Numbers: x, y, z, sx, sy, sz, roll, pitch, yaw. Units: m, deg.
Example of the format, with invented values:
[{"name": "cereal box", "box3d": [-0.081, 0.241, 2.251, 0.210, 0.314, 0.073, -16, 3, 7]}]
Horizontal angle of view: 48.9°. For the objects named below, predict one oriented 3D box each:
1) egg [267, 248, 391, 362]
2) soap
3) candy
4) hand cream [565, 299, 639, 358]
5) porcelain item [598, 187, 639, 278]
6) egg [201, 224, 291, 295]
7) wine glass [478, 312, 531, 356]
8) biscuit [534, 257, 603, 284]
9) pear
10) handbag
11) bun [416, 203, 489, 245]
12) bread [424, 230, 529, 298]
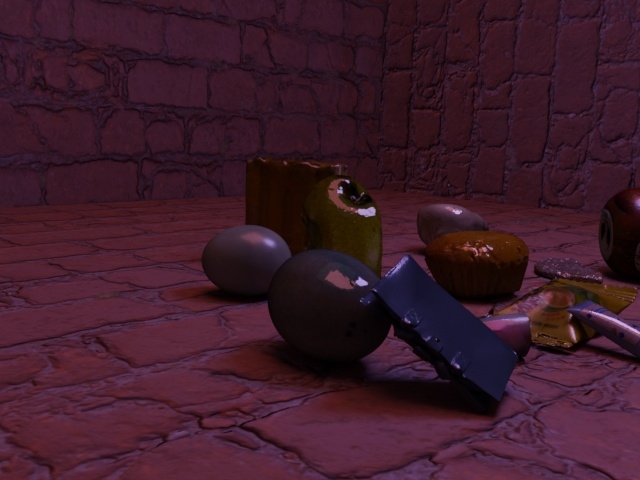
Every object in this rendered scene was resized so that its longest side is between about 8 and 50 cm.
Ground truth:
[{"name": "egg", "box3d": [0.011, 0.099, 1.089, 0.169, 0.169, 0.236, -4, 16, -37]}, {"name": "soap", "box3d": [-0.059, -0.065, 1.764, 0.259, 0.281, 0.143, 8, 8, 26]}, {"name": "candy", "box3d": [0.447, 0.130, 1.312, 0.297, 0.081, 0.187, -21, 24, -38]}, {"name": "hand cream", "box3d": [0.499, 0.151, 1.178, 0.065, 0.043, 0.170, -14, 33, -33]}, {"name": "porcelain item", "box3d": [0.854, -0.022, 1.823, 0.252, 0.253, 0.253, 2, 9, 0]}, {"name": "egg", "box3d": [-0.156, 0.042, 1.478, 0.192, 0.150, 0.149, -2, 8, 9]}, {"name": "wine glass", "box3d": [0.255, 0.154, 1.136, 0.154, 0.074, 0.073, -1, 9, -6]}, {"name": "biscuit", "box3d": [0.631, 0.077, 1.838, 0.133, 0.032, 0.250, 1, 10, 1]}, {"name": "pear", "box3d": [0.041, -0.009, 1.541, 0.163, 0.256, 0.238, 1, 14, -18]}, {"name": "handbag", "box3d": [0.164, 0.128, 0.967, 0.221, 0.057, 0.144, 43, 28, 7]}, {"name": "bun", "box3d": [0.385, -0.022, 2.081, 0.230, 0.133, 0.231, 17, -11, 4]}, {"name": "bread", "box3d": [0.348, 0.051, 1.584, 0.239, 0.139, 0.240, 2, 9, 0]}]
